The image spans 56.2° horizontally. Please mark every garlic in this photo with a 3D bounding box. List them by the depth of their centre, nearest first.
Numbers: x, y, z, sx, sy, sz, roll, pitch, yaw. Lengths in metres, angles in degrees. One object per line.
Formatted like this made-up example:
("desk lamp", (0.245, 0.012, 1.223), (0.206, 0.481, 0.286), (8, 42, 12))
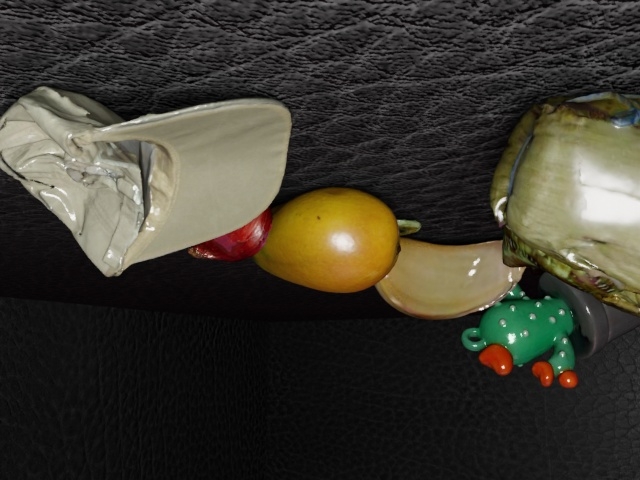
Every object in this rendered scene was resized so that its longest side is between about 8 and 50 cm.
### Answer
("garlic", (0.257, 0.062, 1.119), (0.338, 0.151, 0.196), (2, 143, 3))

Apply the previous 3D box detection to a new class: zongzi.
("zongzi", (0.346, -0.052, 0.598), (0.356, 0.174, 0.393), (13, -163, 8))

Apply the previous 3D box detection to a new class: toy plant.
("toy plant", (0.468, 0.146, 1.204), (0.400, 0.279, 0.185), (-20, 160, -9))

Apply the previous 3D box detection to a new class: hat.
("hat", (-0.163, -0.084, 0.574), (0.245, 0.149, 0.214), (-30, 157, -27))

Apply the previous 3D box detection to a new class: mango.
("mango", (0.007, 0.002, 0.838), (0.175, 0.139, 0.254), (21, 168, -29))

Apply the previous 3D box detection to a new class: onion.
("onion", (-0.118, -0.032, 0.707), (0.131, 0.131, 0.131), (0, 169, 0))

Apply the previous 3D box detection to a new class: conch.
("conch", (0.330, -0.010, 0.770), (0.181, 0.124, 0.187), (8, -158, 19))

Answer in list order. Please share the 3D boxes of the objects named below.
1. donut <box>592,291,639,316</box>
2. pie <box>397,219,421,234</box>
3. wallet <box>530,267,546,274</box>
("donut", (0.630, 0.076, 0.965), (0.360, 0.170, 0.360), (18, 178, 1))
("pie", (0.126, -0.022, 0.992), (0.084, 0.021, 0.084), (0, 169, 0))
("wallet", (0.526, 0.060, 1.372), (0.095, 0.026, 0.176), (2, 168, 24))
